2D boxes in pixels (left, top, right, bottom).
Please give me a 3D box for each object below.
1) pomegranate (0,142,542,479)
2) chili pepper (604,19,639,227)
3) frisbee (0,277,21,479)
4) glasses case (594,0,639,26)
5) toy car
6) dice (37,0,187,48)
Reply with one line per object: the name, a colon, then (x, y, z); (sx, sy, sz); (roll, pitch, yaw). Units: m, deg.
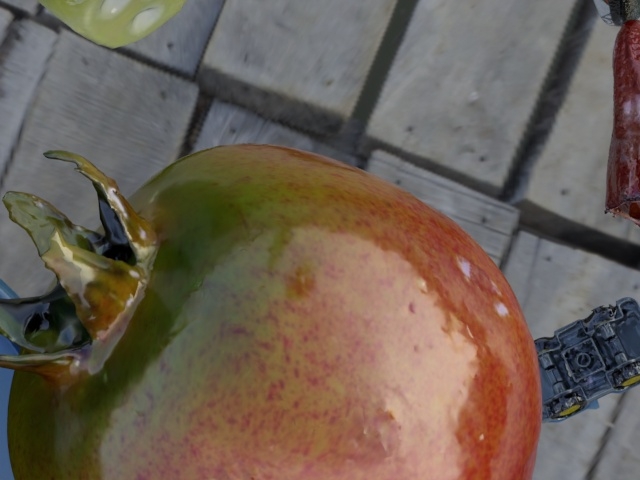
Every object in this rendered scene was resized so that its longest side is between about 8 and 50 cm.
pomegranate: (-0.033, 0.057, 0.596); (0.256, 0.221, 0.221); (38, 89, -33)
chili pepper: (0.379, -0.127, 1.595); (0.144, 0.136, 0.253); (7, 65, -13)
frisbee: (-0.248, 0.102, 0.681); (0.289, 0.289, 0.049); (32, 133, -5)
glasses case: (0.349, -0.374, 1.700); (0.103, 0.067, 0.267); (-52, 140, -31)
toy car: (0.329, 0.152, 1.743); (0.191, 0.100, 0.097); (-27, 65, 10)
dice: (-0.215, -0.305, 1.416); (0.169, 0.169, 0.166); (-45, 76, 10)
